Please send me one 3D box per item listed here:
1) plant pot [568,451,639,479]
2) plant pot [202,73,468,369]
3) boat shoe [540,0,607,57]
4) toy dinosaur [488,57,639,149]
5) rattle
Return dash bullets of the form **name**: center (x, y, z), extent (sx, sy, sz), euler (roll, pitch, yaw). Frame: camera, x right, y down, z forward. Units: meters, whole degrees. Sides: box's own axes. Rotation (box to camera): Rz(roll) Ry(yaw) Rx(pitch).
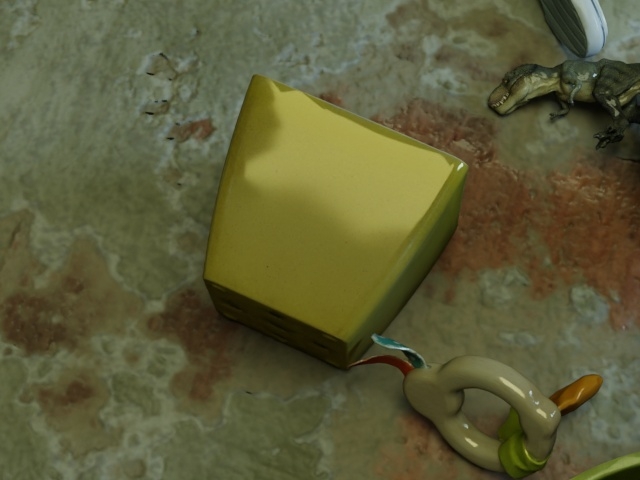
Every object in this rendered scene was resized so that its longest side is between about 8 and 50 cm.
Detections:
- **plant pot**: center (0.262, 0.380, 1.166), extent (0.366, 0.353, 0.367), euler (0, 67, -1)
- **plant pot**: center (0.000, 0.000, 1.447), extent (0.212, 0.212, 0.187), euler (23, 76, 8)
- **boat shoe**: center (0.270, -0.300, 1.678), extent (0.075, 0.083, 0.226), euler (-17, 64, -11)
- **toy dinosaur**: center (0.317, -0.147, 1.618), extent (0.268, 0.064, 0.118), euler (-6, 57, -11)
- **rattle**: center (0.146, 0.118, 1.442), extent (0.199, 0.130, 0.143), euler (27, 63, 22)
